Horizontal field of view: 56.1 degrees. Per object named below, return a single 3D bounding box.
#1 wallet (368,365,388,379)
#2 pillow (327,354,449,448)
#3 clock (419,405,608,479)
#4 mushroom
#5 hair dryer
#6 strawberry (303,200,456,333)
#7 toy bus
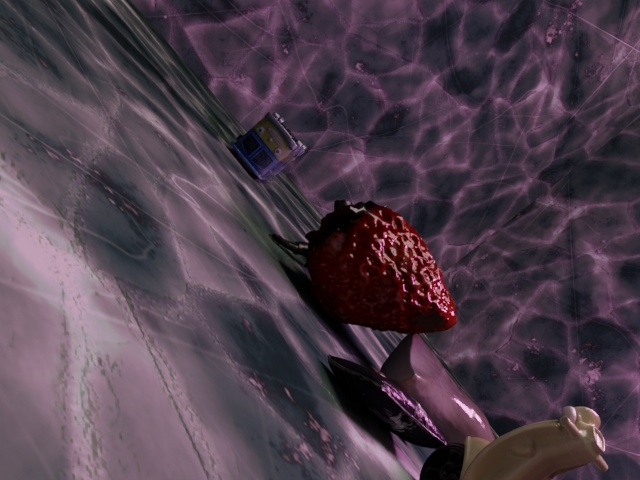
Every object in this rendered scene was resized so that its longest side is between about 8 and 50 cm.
[{"bbox_3d":[0.136,0.297,1.115,0.118,0.038,0.153,50,0,-17],"label":"wallet"},{"bbox_3d":[0.106,0.258,0.941,0.208,0.055,0.141,48,-19,-31],"label":"pillow"},{"bbox_3d":[0.288,0.362,0.763,0.120,0.276,0.379,47,9,-25],"label":"clock"},{"bbox_3d":[0.282,0.391,1.310,0.397,0.126,0.177,50,15,-16],"label":"mushroom"},{"bbox_3d":[0.000,0.000,1.496,0.359,0.120,0.304,22,58,-49],"label":"hair dryer"},{"bbox_3d":[0.117,0.085,1.300,0.292,0.291,0.310,32,36,-75],"label":"strawberry"},{"bbox_3d":[-0.164,-0.304,1.971,0.152,0.190,0.312,51,5,-3],"label":"toy bus"}]
